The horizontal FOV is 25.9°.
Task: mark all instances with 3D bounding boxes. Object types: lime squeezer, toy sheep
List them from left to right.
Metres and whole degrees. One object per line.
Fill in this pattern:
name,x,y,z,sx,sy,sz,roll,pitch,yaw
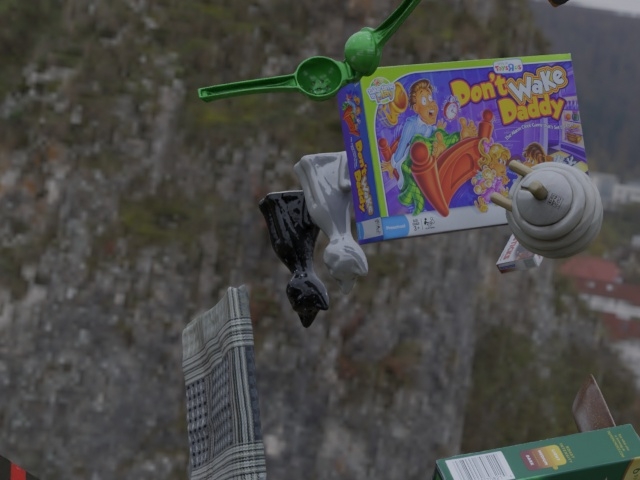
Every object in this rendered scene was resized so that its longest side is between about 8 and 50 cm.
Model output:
lime squeezer,0.016,-0.218,1.607,0.310,0.059,0.110,-24,-43,22
toy sheep,0.198,-0.028,1.199,0.091,0.091,0.132,10,-6,28

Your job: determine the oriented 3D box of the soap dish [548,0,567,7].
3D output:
soap dish,0.330,-0.420,1.648,0.291,0.118,0.229,-25,-54,31

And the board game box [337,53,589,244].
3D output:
board game box,0.205,-0.131,1.954,0.347,0.233,0.078,-8,-2,-25

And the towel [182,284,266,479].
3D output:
towel,-0.149,0.242,1.966,0.056,0.312,0.324,-2,-14,-18

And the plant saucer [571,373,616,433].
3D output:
plant saucer,0.296,0.234,1.413,0.036,0.199,0.198,-22,1,7

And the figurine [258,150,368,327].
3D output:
figurine,0.000,0.000,2.091,0.092,0.209,0.215,-1,-23,-28

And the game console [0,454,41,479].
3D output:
game console,-0.465,0.404,2.113,0.342,0.060,0.386,34,-6,-11

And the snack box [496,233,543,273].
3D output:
snack box,0.319,-0.012,2.081,0.064,0.022,0.178,-14,26,35

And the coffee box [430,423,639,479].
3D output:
coffee box,0.177,0.217,1.165,0.184,0.113,0.040,-7,42,-19
